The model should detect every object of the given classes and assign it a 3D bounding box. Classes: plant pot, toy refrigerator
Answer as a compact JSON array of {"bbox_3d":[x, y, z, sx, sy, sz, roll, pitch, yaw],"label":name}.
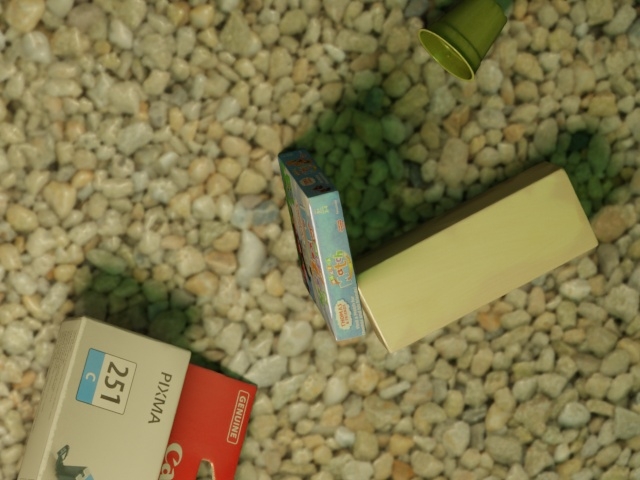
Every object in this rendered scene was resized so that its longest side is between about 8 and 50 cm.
[{"bbox_3d":[0.165,-0.233,1.847,0.079,0.083,0.083,-47,108,-8],"label":"plant pot"},{"bbox_3d":[0.169,0.016,1.904,0.269,0.094,0.102,-28,101,-3],"label":"toy refrigerator"}]

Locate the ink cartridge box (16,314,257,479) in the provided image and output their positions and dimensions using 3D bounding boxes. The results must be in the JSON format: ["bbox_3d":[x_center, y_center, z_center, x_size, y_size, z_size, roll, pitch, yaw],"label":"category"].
[{"bbox_3d":[-0.197,0.260,1.821,0.261,0.066,0.296,22,74,-29],"label":"ink cartridge box"}]

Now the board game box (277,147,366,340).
[{"bbox_3d":[0.000,0.000,1.801,0.039,0.211,0.160,-13,107,-7],"label":"board game box"}]
